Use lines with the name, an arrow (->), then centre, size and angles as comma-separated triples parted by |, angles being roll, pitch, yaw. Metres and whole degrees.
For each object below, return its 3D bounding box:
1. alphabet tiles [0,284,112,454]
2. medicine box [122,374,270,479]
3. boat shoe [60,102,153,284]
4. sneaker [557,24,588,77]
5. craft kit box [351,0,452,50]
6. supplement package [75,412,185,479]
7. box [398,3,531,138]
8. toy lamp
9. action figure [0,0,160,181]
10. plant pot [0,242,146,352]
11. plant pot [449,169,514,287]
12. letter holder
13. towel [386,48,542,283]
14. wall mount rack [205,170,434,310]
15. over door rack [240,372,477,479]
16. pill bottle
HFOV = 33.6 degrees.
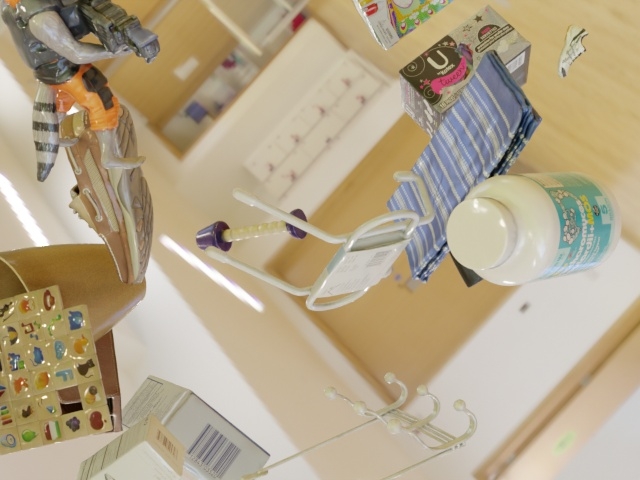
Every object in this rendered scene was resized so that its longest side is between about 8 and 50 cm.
alphabet tiles -> -0.433, 0.197, 1.640 | 0.009, 0.198, 0.237 | 8, -112, -73
medicine box -> -0.302, 0.460, 2.461 | 0.263, 0.149, 0.289 | 43, 163, -21
boat shoe -> -0.353, -0.075, 1.757 | 0.123, 0.116, 0.324 | -81, -14, -63
sneaker -> 0.393, -0.292, 1.649 | 0.037, 0.083, 0.032 | 16, -170, 12
craft kit box -> 0.143, -0.471, 1.691 | 0.250, 0.247, 0.061 | 52, 180, -42
supplement package -> -0.354, 0.427, 1.970 | 0.105, 0.179, 0.105 | 50, -169, -18
box -> 0.300, -0.345, 2.221 | 0.142, 0.247, 0.163 | 48, 170, 22
toy lamp -> -0.162, -0.018, 2.429 | 0.275, 0.080, 0.080 | -7, 154, 28
action figure -> -0.347, -0.248, 1.469 | 0.341, 0.178, 0.330 | 32, 140, 52
plant pot -> -0.458, 0.102, 1.948 | 0.254, 0.237, 0.237 | -21, -127, -40
plant pot -> 0.285, -0.057, 1.895 | 0.167, 0.187, 0.188 | 52, -169, -14
letter holder -> -0.525, 0.235, 2.143 | 0.152, 0.214, 0.301 | 101, 158, -51
towel -> 0.214, -0.124, 1.693 | 0.040, 0.336, 0.243 | 21, -152, -23
wall mount rack -> 0.000, 0.000, 1.650 | 0.350, 0.304, 0.130 | 122, 133, -58
over door rack -> 0.042, 0.311, 1.592 | 0.108, 0.324, 0.239 | 63, 161, -15
pill bottle -> 0.282, -0.017, 1.419 | 0.264, 0.146, 0.146 | -7, -138, -47
